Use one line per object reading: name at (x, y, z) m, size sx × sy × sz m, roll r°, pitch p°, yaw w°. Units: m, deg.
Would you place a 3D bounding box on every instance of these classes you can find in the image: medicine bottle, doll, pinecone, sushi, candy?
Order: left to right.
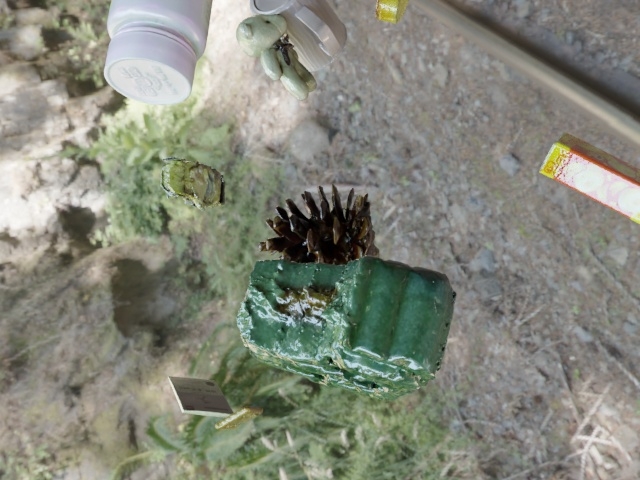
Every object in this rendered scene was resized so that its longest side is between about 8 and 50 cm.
medicine bottle at (-0.346, -0.508, 1.415) m, size 0.213 × 0.213 × 0.379 m, roll 129°, pitch 147°, yaw -67°
sushi at (-0.350, -0.142, 1.795) m, size 0.291 × 0.131 × 0.139 m, roll 23°, pitch -114°, yaw -79°
doll at (-0.110, -0.526, 1.822) m, size 0.278 × 0.149 × 0.175 m, roll 46°, pitch -177°, yaw -15°
pinecone at (-0.002, 0.009, 1.360) m, size 0.264 × 0.264 × 0.264 m, roll 167°, pitch 90°, yaw -72°
candy at (0.677, -0.151, 1.548) m, size 0.276 × 0.146 × 0.088 m, roll 30°, pitch 120°, yaw 15°

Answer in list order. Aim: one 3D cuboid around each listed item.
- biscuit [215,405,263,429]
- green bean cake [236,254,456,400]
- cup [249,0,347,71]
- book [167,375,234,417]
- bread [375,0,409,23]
biscuit at (-0.163, 0.357, 1.302) m, size 0.018 × 0.081 × 0.083 m, roll 62°, pitch -174°, yaw 22°
green bean cake at (0.025, 0.132, 1.009) m, size 0.300 × 0.307 × 0.169 m, roll 100°, pitch -173°, yaw -69°
cup at (-0.061, -0.659, 1.987) m, size 0.273 × 0.208 × 0.288 m, roll 40°, pitch -147°, yaw -51°
book at (-0.289, 0.373, 1.551) m, size 0.181 × 0.127 × 0.014 m, roll 32°, pitch 106°, yaw 62°
bread at (0.239, -0.792, 2.018) m, size 0.102 × 0.094 × 0.246 m, roll 81°, pitch -149°, yaw -73°
